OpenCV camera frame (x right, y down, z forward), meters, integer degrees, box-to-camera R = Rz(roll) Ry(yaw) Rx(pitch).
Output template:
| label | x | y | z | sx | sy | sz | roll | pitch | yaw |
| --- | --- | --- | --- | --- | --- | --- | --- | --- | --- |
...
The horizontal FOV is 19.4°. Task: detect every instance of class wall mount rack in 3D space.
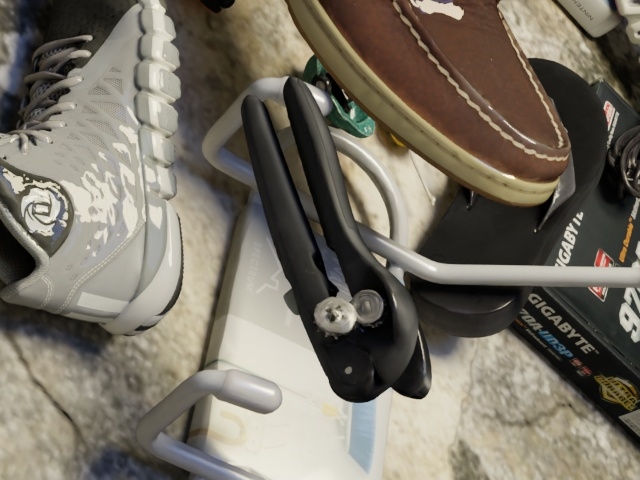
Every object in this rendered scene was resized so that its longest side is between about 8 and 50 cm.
| label | x | y | z | sx | sy | sz | roll | pitch | yaw |
| --- | --- | --- | --- | --- | --- | --- | --- | --- | --- |
| wall mount rack | 0.060 | 0.068 | 1.054 | 0.304 | 0.130 | 0.350 | 26 | 50 | -21 |

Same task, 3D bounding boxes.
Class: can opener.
| label | x | y | z | sx | sy | sz | roll | pitch | yaw |
| --- | --- | --- | --- | --- | --- | --- | --- | --- | --- |
| can opener | 0.000 | 0.000 | 0.954 | 0.073 | 0.059 | 0.186 | 67 | -2 | -69 |

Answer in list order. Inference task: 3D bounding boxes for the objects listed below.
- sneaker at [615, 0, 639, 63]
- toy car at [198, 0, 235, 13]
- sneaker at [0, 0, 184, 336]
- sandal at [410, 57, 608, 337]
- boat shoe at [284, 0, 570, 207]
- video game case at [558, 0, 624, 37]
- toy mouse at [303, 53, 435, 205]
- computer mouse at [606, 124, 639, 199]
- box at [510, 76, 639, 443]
| label | x | y | z | sx | sy | sz | roll | pitch | yaw |
| --- | --- | --- | --- | --- | --- | --- | --- | --- | --- |
| sneaker | 0.311 | -0.119 | 1.435 | 0.095 | 0.105 | 0.236 | -33 | 105 | -55 |
| toy car | -0.088 | -0.177 | 1.138 | 0.122 | 0.060 | 0.040 | 6 | 30 | -50 |
| sneaker | -0.146 | -0.066 | 0.988 | 0.132 | 0.086 | 0.228 | 10 | 61 | -38 |
| sandal | 0.130 | -0.041 | 1.229 | 0.097 | 0.054 | 0.254 | 10 | 45 | 14 |
| boat shoe | 0.047 | -0.176 | 1.073 | 0.123 | 0.123 | 0.342 | -4 | 55 | -53 |
| video game case | 0.173 | -0.360 | 1.521 | 0.300 | 0.036 | 0.329 | 44 | 42 | -15 |
| toy mouse | 0.024 | -0.117 | 1.219 | 0.143 | 0.031 | 0.161 | 29 | 58 | -31 |
| computer mouse | 0.317 | -0.003 | 1.350 | 0.262 | 0.060 | 0.184 | 42 | 46 | -3 |
| box | 0.216 | 0.017 | 1.317 | 0.175 | 0.051 | 0.220 | 42 | 43 | -18 |
